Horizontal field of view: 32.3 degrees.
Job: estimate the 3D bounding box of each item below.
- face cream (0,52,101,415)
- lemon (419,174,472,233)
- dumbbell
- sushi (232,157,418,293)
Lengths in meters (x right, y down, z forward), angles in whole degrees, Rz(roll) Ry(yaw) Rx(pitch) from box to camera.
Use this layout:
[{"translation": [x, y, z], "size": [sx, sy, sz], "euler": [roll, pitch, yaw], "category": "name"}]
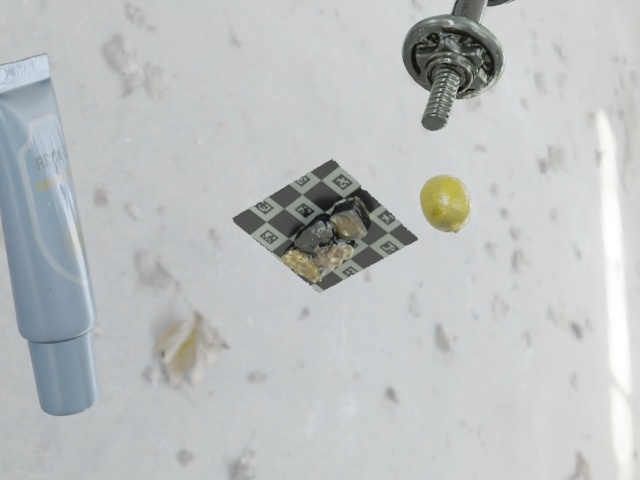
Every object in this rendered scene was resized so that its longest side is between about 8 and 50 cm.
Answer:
[{"translation": [-0.295, -0.001, 1.185], "size": [0.135, 0.086, 0.385], "euler": [-49, 136, -68], "category": "face cream"}, {"translation": [0.202, -0.057, 1.772], "size": [0.082, 0.082, 0.110], "euler": [43, 25, -43], "category": "lemon"}, {"translation": [0.115, -0.181, 0.866], "size": [0.110, 0.110, 0.254], "euler": [52, 45, -36], "category": "dumbbell"}, {"translation": [0.000, 0.000, 1.612], "size": [0.192, 0.215, 0.050], "euler": [41, 41, -23], "category": "sushi"}]
